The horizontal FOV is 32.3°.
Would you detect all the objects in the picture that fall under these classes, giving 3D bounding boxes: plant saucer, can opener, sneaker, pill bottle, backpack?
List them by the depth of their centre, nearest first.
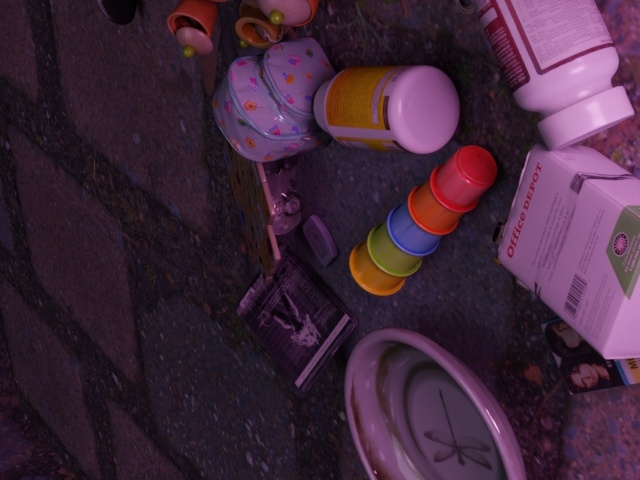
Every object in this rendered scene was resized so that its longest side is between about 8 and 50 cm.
[{"bbox_3d":[0.253,-0.218,1.215,0.121,0.121,0.221,-29,84,60],"label":"pill bottle"},{"bbox_3d":[0.083,-0.182,1.517,0.215,0.117,0.117,12,119,55],"label":"pill bottle"},{"bbox_3d":[-0.061,-0.210,1.658,0.166,0.188,0.144,63,150,11],"label":"backpack"},{"bbox_3d":[0.191,0.305,1.672,0.400,0.101,0.400,36,137,42],"label":"plant saucer"},{"bbox_3d":[-0.090,-0.145,1.860,0.095,0.076,0.283,19,123,51],"label":"can opener"},{"bbox_3d":[-0.365,-0.508,2.063,0.132,0.086,0.228,26,129,46],"label":"sneaker"}]

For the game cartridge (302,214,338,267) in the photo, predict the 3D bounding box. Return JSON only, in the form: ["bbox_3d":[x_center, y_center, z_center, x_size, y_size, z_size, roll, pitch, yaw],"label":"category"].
[{"bbox_3d":[0.000,0.000,1.868,0.083,0.017,0.056,60,153,13],"label":"game cartridge"}]

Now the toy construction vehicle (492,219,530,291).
[{"bbox_3d":[0.267,0.012,1.436,0.086,0.035,0.098,35,140,27],"label":"toy construction vehicle"}]

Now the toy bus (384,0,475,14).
[{"bbox_3d":[0.091,-0.379,1.390,0.202,0.104,0.191,27,131,49],"label":"toy bus"}]

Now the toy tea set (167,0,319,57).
[{"bbox_3d":[-0.125,-0.351,1.658,0.200,0.124,0.336,28,151,-12],"label":"toy tea set"}]

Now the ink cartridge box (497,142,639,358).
[{"bbox_3d":[0.308,0.005,1.228,0.219,0.093,0.160,51,134,52],"label":"ink cartridge box"}]

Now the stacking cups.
[{"bbox_3d":[0.140,-0.024,1.546,0.096,0.096,0.316,60,149,13],"label":"stacking cups"}]

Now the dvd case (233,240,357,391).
[{"bbox_3d":[-0.048,0.131,1.946,0.221,0.018,0.164,47,113,31],"label":"dvd case"}]

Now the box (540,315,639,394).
[{"bbox_3d":[0.372,0.113,1.298,0.244,0.060,0.100,-28,84,59],"label":"box"}]

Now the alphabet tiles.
[{"bbox_3d":[-0.127,-0.104,1.899,0.285,0.011,0.342,120,135,-70],"label":"alphabet tiles"}]
